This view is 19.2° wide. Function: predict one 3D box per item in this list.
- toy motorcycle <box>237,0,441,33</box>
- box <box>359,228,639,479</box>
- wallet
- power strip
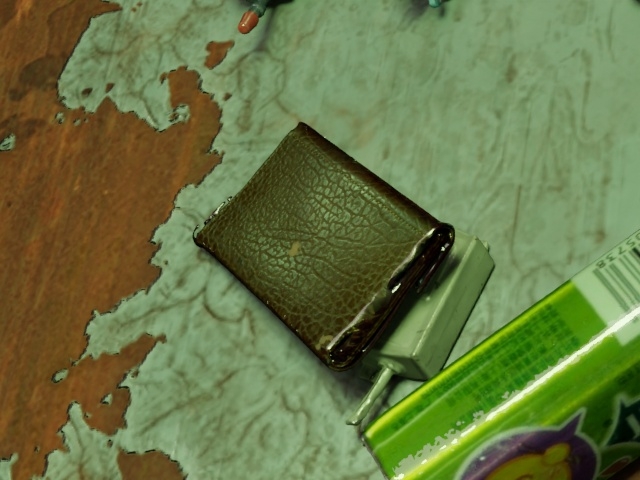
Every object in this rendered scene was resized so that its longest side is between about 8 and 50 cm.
[{"bbox_3d":[0.028,-0.261,1.580,0.272,0.123,0.182,-7,33,23],"label":"toy motorcycle"},{"bbox_3d":[0.201,0.075,1.223,0.345,0.134,0.097,-35,44,1],"label":"box"},{"bbox_3d":[0.000,0.000,1.418,0.133,0.039,0.243,-50,35,-1],"label":"wallet"},{"bbox_3d":[0.060,0.061,1.371,0.075,0.042,0.175,12,64,36],"label":"power strip"}]
